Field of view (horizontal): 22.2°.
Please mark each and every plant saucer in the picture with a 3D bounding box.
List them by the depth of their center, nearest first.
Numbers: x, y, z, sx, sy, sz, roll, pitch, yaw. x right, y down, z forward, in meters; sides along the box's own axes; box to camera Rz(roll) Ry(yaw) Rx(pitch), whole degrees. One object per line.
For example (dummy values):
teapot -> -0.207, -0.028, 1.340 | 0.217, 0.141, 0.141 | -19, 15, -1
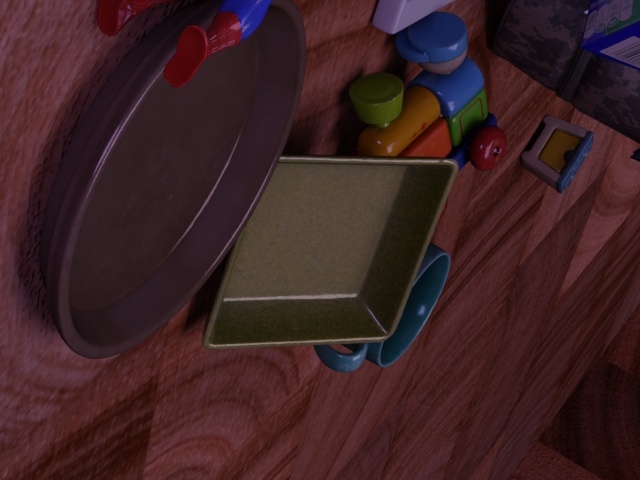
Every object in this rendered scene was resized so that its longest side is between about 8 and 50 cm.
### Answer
plant saucer -> -0.101, -0.049, 1.099 | 0.278, 0.041, 0.278 | -52, 161, -27
plant saucer -> 0.000, 0.000, 1.341 | 0.188, 0.045, 0.188 | 0, 125, -31

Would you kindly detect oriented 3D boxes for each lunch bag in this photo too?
lunch bag -> 0.352, -0.252, 1.645 | 0.305, 0.256, 0.212 | -55, 171, -16

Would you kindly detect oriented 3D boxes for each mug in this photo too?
mug -> 0.046, 0.046, 1.564 | 0.157, 0.097, 0.129 | -16, 133, -65

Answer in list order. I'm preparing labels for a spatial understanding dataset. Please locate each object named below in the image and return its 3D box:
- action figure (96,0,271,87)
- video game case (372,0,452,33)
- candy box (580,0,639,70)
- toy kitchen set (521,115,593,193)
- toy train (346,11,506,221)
action figure -> -0.008, -0.213, 0.998 | 0.280, 0.091, 0.139 | -42, 167, -45
video game case -> 0.131, -0.300, 1.372 | 0.206, 0.026, 0.227 | -36, 150, -53
candy box -> 0.371, -0.325, 1.422 | 0.268, 0.122, 0.317 | -20, -128, 67
toy kitchen set -> 0.333, -0.159, 1.999 | 0.166, 0.122, 0.207 | -57, 162, -10
toy train -> 0.052, -0.080, 1.411 | 0.248, 0.105, 0.143 | -42, 140, -28
